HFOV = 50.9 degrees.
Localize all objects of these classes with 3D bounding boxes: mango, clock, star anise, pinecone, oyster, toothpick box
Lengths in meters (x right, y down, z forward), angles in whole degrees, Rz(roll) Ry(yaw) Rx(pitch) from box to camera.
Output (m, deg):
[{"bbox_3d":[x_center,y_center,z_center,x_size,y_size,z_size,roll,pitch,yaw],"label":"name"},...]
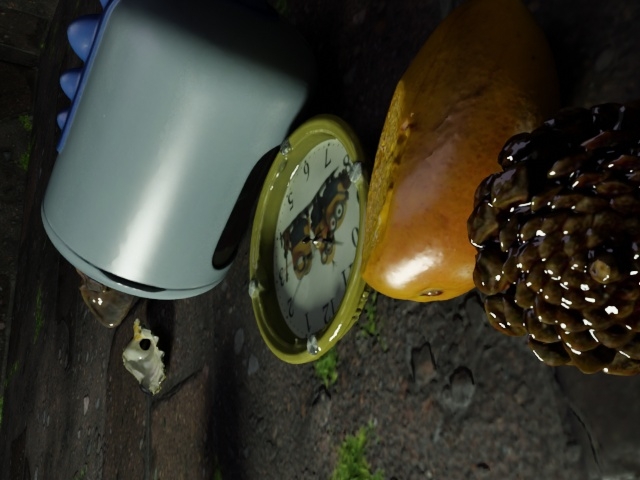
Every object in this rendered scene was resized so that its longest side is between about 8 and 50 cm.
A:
[{"bbox_3d":[0.095,-0.061,0.459,0.141,0.102,0.217,-138,63,-77],"label":"mango"},{"bbox_3d":[0.000,0.000,0.636,0.237,0.057,0.237,-26,60,56],"label":"clock"},{"bbox_3d":[-0.372,-0.008,1.129,0.315,0.108,0.315,163,90,-71],"label":"star anise"},{"bbox_3d":[0.144,-0.004,0.341,0.140,0.140,0.121,-61,4,28],"label":"pinecone"},{"bbox_3d":[-0.271,0.178,1.036,0.146,0.045,0.122,-23,58,46],"label":"oyster"},{"bbox_3d":[-0.158,-0.138,0.742,0.355,0.263,0.263,-59,37,28],"label":"toothpick box"}]
